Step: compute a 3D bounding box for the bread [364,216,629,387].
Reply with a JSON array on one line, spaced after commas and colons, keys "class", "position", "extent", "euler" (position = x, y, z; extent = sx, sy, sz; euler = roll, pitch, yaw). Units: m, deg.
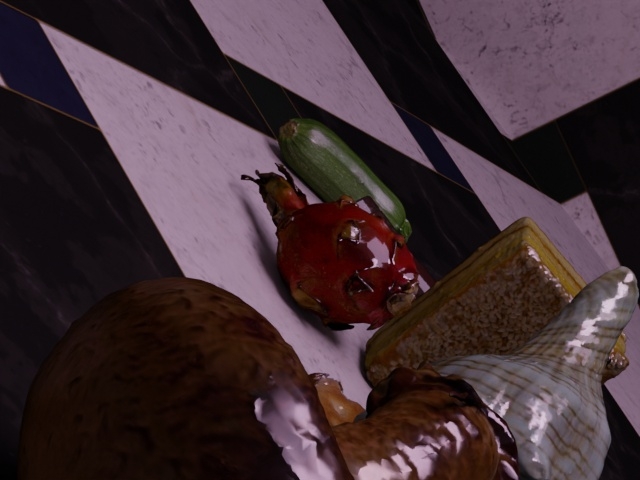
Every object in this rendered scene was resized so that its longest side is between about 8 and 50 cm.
[{"class": "bread", "position": [0.182, 0.114, 2.090], "extent": [0.184, 0.234, 0.110], "euler": [48, 17, -12]}]

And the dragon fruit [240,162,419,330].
[{"class": "dragon fruit", "position": [0.000, 0.000, 2.076], "extent": [0.125, 0.125, 0.246], "euler": [0, 40, -46]}]

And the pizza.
[{"class": "pizza", "position": [0.047, 0.212, 1.805], "extent": [0.195, 0.052, 0.185], "euler": [38, 22, -18]}]

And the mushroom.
[{"class": "mushroom", "position": [-0.007, 0.187, 1.230], "extent": [0.334, 0.356, 0.331], "euler": [113, -28, -64]}]

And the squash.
[{"class": "squash", "position": [0.030, -0.069, 2.403], "extent": [0.219, 0.068, 0.077], "euler": [45, 0, -19]}]

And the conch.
[{"class": "conch", "position": [0.154, 0.169, 1.673], "extent": [0.203, 0.386, 0.169], "euler": [49, -6, -1]}]

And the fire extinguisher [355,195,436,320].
[{"class": "fire extinguisher", "position": [0.108, 0.076, 2.295], "extent": [0.267, 0.072, 0.089], "euler": [53, -18, 9]}]
